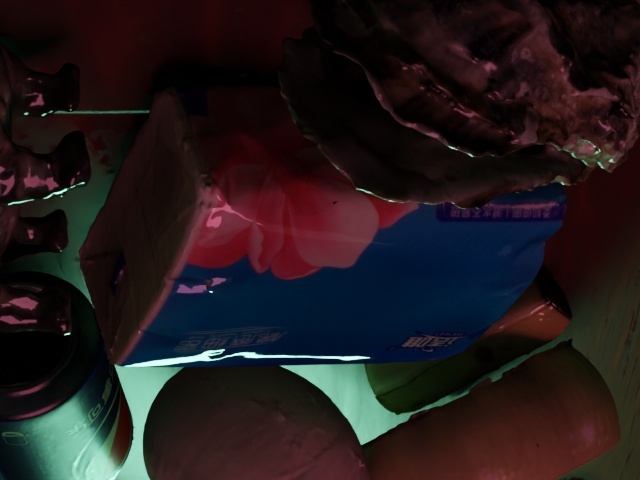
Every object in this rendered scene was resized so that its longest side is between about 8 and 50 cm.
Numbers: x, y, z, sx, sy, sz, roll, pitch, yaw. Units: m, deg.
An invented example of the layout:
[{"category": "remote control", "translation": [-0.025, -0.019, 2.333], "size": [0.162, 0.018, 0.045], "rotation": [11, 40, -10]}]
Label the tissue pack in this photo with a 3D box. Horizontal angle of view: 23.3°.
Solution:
[{"category": "tissue pack", "translation": [0.000, 0.000, 1.035], "size": [0.270, 0.137, 0.209], "rotation": [0, 147, -30]}]

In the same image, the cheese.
[{"category": "cheese", "translation": [-0.051, 0.179, 1.256], "size": [0.154, 0.198, 0.189], "rotation": [-50, 148, -6]}]

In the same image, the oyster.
[{"category": "oyster", "translation": [0.115, -0.107, 0.916], "size": [0.351, 0.162, 0.158], "rotation": [-17, 169, -41]}]

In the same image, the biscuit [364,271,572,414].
[{"category": "biscuit", "translation": [0.124, 0.088, 1.335], "size": [0.188, 0.052, 0.056], "rotation": [-32, 142, 21]}]

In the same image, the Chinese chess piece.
[{"category": "Chinese chess piece", "translation": [0.137, 0.184, 1.368], "size": [0.257, 0.104, 0.257], "rotation": [-26, 171, -5]}]

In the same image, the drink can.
[{"category": "drink can", "translation": [-0.203, 0.114, 1.132], "size": [0.118, 0.118, 0.205], "rotation": [-15, 151, -7]}]

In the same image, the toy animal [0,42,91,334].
[{"category": "toy animal", "translation": [-0.215, -0.068, 0.842], "size": [0.168, 0.106, 0.343], "rotation": [-9, 143, -2]}]
